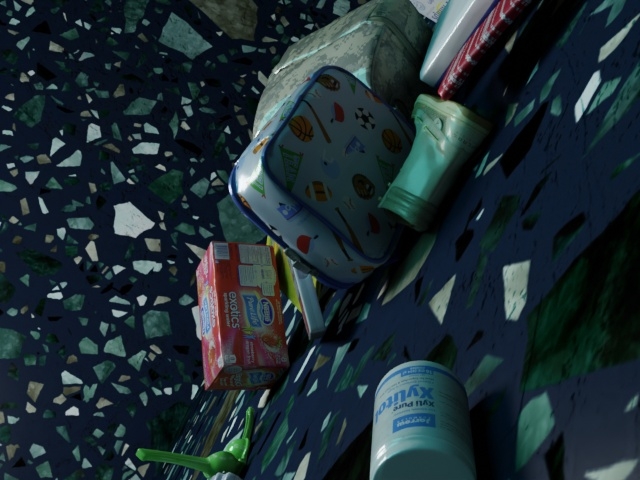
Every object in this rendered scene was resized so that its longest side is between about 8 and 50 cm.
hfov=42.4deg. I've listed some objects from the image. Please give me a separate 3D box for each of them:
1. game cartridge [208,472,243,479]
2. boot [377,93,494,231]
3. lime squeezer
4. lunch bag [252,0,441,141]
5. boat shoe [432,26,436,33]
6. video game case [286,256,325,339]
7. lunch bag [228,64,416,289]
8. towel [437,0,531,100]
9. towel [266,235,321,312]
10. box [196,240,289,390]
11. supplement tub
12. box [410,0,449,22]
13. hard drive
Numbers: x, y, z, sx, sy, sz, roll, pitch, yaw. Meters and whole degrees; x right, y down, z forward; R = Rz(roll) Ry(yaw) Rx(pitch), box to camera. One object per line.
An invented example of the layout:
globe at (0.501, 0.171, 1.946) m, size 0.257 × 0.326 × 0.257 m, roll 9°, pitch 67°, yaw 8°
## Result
game cartridge at (-0.214, 0.494, 1.318) m, size 0.297 × 0.062 × 0.198 m, roll -51°, pitch 16°, yaw 56°
boot at (0.132, -0.100, 1.067) m, size 0.165 × 0.077 × 0.213 m, roll -61°, pitch 13°, yaw 6°
lime squeezer at (-0.169, 0.356, 1.391) m, size 0.310 × 0.110 × 0.058 m, roll -6°, pitch -67°, yaw -61°
lunch bag at (0.042, -0.229, 1.387) m, size 0.305 × 0.212 × 0.256 m, roll -17°, pitch 33°, yaw 39°
boat shoe at (0.244, -0.383, 1.601) m, size 0.056 × 0.048 × 0.153 m, roll -47°, pitch 16°, yaw 12°
video game case at (-0.042, 0.006, 1.245) m, size 0.204 × 0.025 × 0.285 m, roll 96°, pitch 159°, yaw -80°
lunch bag at (0.024, -0.084, 1.124) m, size 0.115 × 0.243 × 0.303 m, roll -37°, pitch 17°, yaw 44°
towel at (0.247, -0.297, 1.004) m, size 0.275 × 0.031 × 0.199 m, roll -50°, pitch 3°, yaw 27°
towel at (-0.056, 0.060, 1.527) m, size 0.237 × 0.021 × 0.102 m, roll -140°, pitch 51°, yaw -59°
box at (-0.149, 0.141, 1.536) m, size 0.122 × 0.128 × 0.256 m, roll 125°, pitch 142°, yaw -51°
supplement tub at (0.071, 0.138, 0.573) m, size 0.071 × 0.071 × 0.107 m, roll -58°, pitch 7°, yaw 22°
box at (0.242, -0.503, 1.667) m, size 0.072 × 0.137 × 0.126 m, roll -63°, pitch 7°, yaw -6°
hard drive at (0.253, -0.394, 1.189) m, size 0.318 × 0.040 × 0.210 m, roll -55°, pitch 10°, yaw 46°
